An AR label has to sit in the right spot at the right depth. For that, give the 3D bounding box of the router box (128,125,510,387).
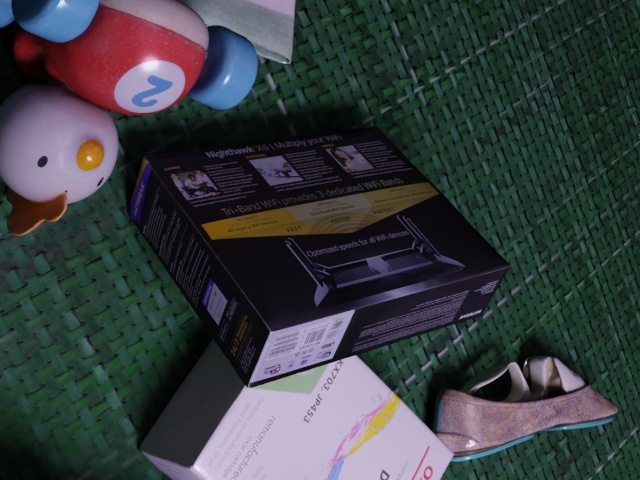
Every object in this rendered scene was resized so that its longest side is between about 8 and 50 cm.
[{"bbox_3d":[0.000,0.000,1.031,0.309,0.243,0.081,-12,139,-37],"label":"router box"}]

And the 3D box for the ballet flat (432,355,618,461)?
[{"bbox_3d":[0.272,0.205,1.319,0.316,0.108,0.106,-4,85,-39],"label":"ballet flat"}]

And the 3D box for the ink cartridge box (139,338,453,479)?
[{"bbox_3d":[0.006,0.247,1.099,0.353,0.119,0.207,46,63,-28],"label":"ink cartridge box"}]

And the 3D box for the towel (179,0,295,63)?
[{"bbox_3d":[-0.108,-0.372,1.047,0.248,0.038,0.324,13,76,-42],"label":"towel"}]

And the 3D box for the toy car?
[{"bbox_3d":[-0.213,-0.110,0.901,0.219,0.210,0.237,17,92,-48],"label":"toy car"}]
